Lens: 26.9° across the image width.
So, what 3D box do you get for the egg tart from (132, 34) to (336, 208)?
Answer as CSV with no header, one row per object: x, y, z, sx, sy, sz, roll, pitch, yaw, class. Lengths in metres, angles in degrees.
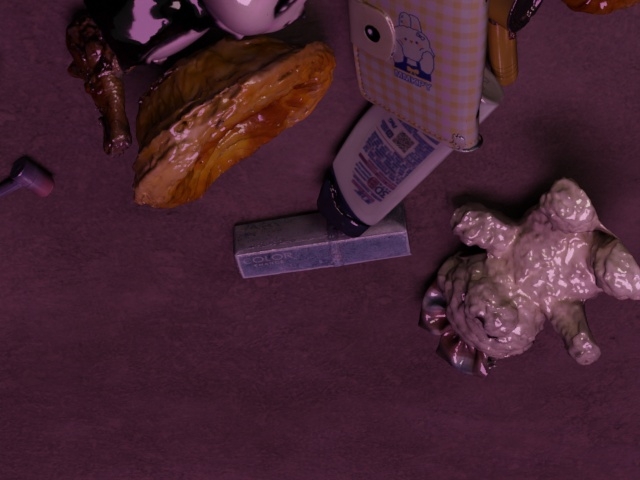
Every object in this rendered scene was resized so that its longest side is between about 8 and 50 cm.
-0.140,-0.186,1.862,0.352,0.352,0.150,-40,86,33,egg tart

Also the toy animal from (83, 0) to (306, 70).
-0.136,-0.351,1.670,0.310,0.251,0.251,-22,137,6,toy animal

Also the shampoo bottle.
0.117,-0.147,2.019,0.134,0.078,0.359,45,130,-1,shampoo bottle

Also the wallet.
0.131,-0.282,1.803,0.223,0.077,0.309,26,142,24,wallet

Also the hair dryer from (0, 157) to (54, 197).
-0.476,-0.083,2.085,0.114,0.037,0.063,-22,138,29,hair dryer

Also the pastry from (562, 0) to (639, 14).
0.386,-0.399,1.768,0.229,0.100,0.218,24,131,-31,pastry

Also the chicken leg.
-0.292,-0.221,1.839,0.080,0.196,0.125,-12,152,-35,chicken leg

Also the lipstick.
0.000,0.000,2.192,0.289,0.076,0.077,-9,142,4,lipstick

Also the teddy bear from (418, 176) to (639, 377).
0.311,0.084,2.155,0.362,0.375,0.327,-37,90,8,teddy bear

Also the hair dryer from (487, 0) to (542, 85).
0.239,-0.308,1.858,0.090,0.135,0.279,-49,157,-13,hair dryer
